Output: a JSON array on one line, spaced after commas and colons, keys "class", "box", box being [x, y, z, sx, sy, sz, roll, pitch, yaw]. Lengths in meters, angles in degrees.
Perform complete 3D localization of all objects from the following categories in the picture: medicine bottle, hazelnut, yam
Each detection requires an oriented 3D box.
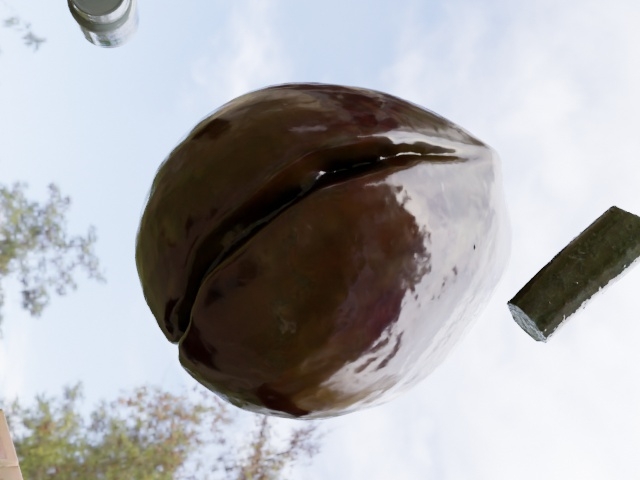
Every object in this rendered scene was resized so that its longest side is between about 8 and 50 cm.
[{"class": "medicine bottle", "box": [-0.258, -0.281, 0.988, 0.130, 0.080, 0.080, -178, -99, -81]}, {"class": "hazelnut", "box": [0.000, 0.000, 0.945, 0.402, 0.429, 0.402, -13, -111, 36]}, {"class": "yam", "box": [0.216, 0.027, 0.689, 0.132, 0.054, 0.054, -43, -130, 2]}]

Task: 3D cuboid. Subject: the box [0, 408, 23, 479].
[{"class": "box", "box": [-0.417, 0.320, 0.935, 0.076, 0.174, 0.274, -39, -120, 18]}]
